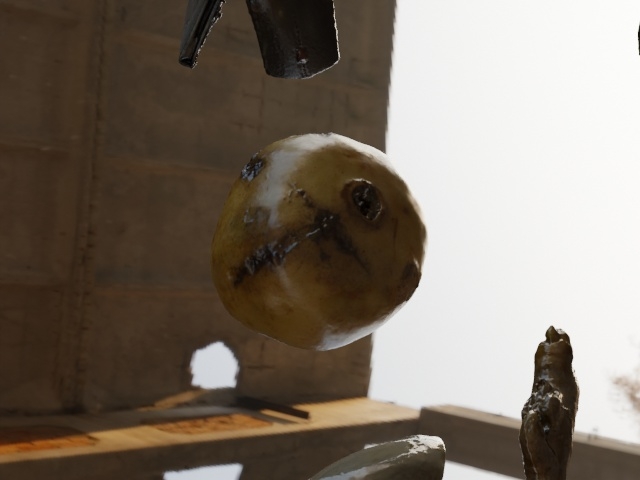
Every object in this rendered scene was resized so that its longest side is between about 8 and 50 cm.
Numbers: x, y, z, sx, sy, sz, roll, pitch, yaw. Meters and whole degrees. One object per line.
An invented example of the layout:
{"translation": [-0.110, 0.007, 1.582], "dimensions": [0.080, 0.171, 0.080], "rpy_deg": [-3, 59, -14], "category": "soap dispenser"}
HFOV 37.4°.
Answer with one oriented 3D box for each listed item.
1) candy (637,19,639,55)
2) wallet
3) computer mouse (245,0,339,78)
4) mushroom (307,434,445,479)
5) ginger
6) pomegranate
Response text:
{"translation": [0.624, -0.317, 1.475], "dimensions": [0.149, 0.247, 0.069], "rpy_deg": [72, -149, -56], "category": "candy"}
{"translation": [-0.145, -0.369, 1.314], "dimensions": [0.036, 0.222, 0.167], "rpy_deg": [19, -138, -20], "category": "wallet"}
{"translation": [-0.053, -0.440, 1.847], "dimensions": [0.168, 0.087, 0.295], "rpy_deg": [-13, -56, 0], "category": "computer mouse"}
{"translation": [-0.013, 0.295, 0.880], "dimensions": [0.350, 0.128, 0.128], "rpy_deg": [-26, -69, -26], "category": "mushroom"}
{"translation": [0.340, 0.277, 1.416], "dimensions": [0.166, 0.080, 0.333], "rpy_deg": [56, -140, -30], "category": "ginger"}
{"translation": [0.000, 0.000, 1.112], "dimensions": [0.261, 0.260, 0.260], "rpy_deg": [-3, -85, -45], "category": "pomegranate"}
